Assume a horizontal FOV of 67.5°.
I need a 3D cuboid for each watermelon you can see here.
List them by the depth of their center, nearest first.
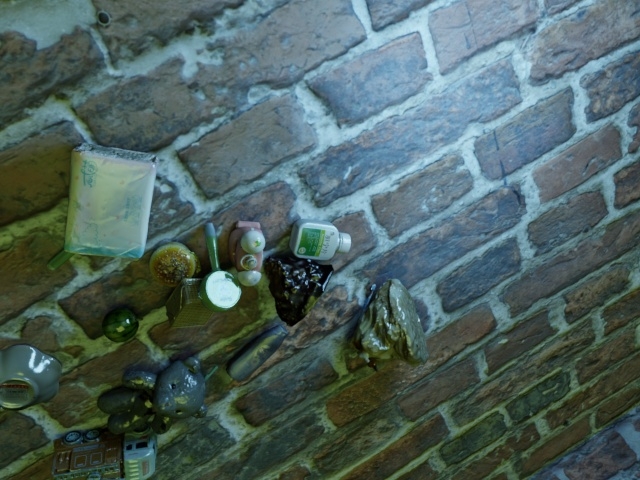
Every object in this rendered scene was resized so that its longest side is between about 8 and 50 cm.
[{"bbox_3d":[-0.570,0.242,1.379,0.108,0.109,0.109,-8,116,-17],"label":"watermelon"}]

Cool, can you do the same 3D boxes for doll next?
[{"bbox_3d":[-0.515,0.506,1.481,0.340,0.158,0.246,-17,105,-9],"label":"doll"}]

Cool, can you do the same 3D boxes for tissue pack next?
[{"bbox_3d":[-0.534,-0.097,1.224,0.201,0.124,0.271,6,110,-26],"label":"tissue pack"}]

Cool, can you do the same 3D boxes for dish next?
[{"bbox_3d":[-0.860,0.412,1.356,0.229,0.081,0.230,-8,115,-17],"label":"dish"}]

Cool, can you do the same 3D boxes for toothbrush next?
[{"bbox_3d":[0.163,0.227,1.688,0.017,0.014,0.162,3,113,-37],"label":"toothbrush"}]

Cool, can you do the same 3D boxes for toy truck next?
[{"bbox_3d":[-0.671,0.689,1.503,0.305,0.162,0.137,-2,113,-20],"label":"toy truck"}]

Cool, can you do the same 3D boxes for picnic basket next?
[{"bbox_3d":[-0.369,0.182,1.386,0.115,0.080,0.164,2,143,-39],"label":"picnic basket"}]

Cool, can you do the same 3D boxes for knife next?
[{"bbox_3d":[-0.374,0.451,1.595,0.014,0.005,0.091,38,97,-31],"label":"knife"}]

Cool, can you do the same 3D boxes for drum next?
[{"bbox_3d":[-0.309,0.080,1.337,0.130,0.049,0.253,-20,83,-42],"label":"drum"}]

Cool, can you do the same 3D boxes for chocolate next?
[{"bbox_3d":[-0.103,0.126,1.447,0.177,0.206,0.224,35,139,-10],"label":"chocolate"}]

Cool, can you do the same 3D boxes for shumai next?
[{"bbox_3d":[0.208,0.302,1.663,0.262,0.267,0.315,-16,97,17],"label":"shumai"}]

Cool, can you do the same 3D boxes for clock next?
[{"bbox_3d":[-0.213,0.034,1.378,0.092,0.162,0.166,3,112,-19],"label":"clock"}]

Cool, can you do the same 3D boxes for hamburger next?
[{"bbox_3d":[-0.415,0.071,1.364,0.126,0.081,0.141,-47,120,6],"label":"hamburger"}]

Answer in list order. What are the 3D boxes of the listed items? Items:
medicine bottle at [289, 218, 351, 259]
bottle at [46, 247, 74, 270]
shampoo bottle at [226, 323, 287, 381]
[{"bbox_3d":[0.000,0.000,1.494,0.183,0.069,0.119,7,106,-24],"label":"medicine bottle"},{"bbox_3d":[-0.692,0.045,1.281,0.083,0.030,0.030,-40,120,1],"label":"bottle"},{"bbox_3d":[-0.207,0.373,1.595,0.233,0.049,0.087,-42,122,2],"label":"shampoo bottle"}]
